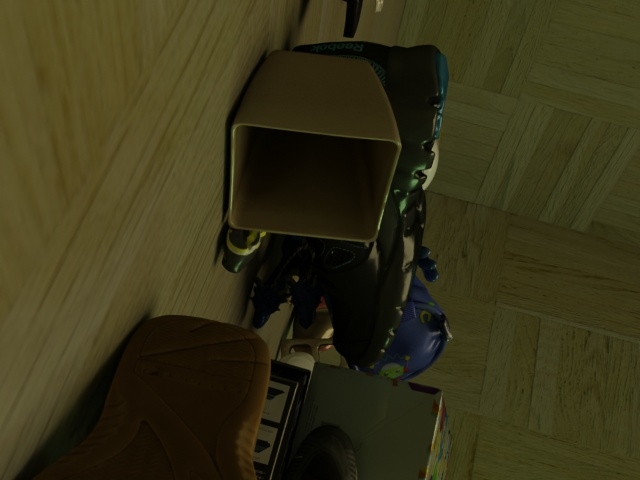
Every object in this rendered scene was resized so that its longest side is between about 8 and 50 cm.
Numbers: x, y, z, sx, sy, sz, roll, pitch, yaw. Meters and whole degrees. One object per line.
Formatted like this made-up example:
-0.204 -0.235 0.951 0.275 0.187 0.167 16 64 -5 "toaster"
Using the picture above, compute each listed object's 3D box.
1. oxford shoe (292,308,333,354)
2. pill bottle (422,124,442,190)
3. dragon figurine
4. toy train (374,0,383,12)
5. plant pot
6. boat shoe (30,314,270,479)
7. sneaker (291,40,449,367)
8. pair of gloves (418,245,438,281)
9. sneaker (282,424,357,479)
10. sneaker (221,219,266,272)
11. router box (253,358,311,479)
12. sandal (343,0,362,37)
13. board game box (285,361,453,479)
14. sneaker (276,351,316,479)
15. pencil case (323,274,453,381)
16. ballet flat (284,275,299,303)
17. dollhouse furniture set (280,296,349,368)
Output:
0.008 0.075 1.625 0.348 0.123 0.130 -69 147 -51 "oxford shoe"
0.131 -0.179 1.584 0.334 0.187 0.188 -66 171 -65 "pill bottle"
-0.001 -0.034 0.917 0.144 0.085 0.289 86 21 -81 "dragon figurine"
0.061 -0.344 0.944 0.166 0.046 0.125 92 15 -63 "toy train"
-0.005 -0.073 0.600 0.109 0.109 0.096 100 -6 -52 "plant pot"
-0.074 0.132 0.359 0.277 0.098 0.096 -70 173 -68 "boat shoe"
0.028 -0.028 0.775 0.125 0.139 0.341 -70 167 -53 "sneaker"
0.083 -0.041 0.996 0.198 0.023 0.159 61 2 -11 "pair of gloves"
-0.014 0.273 0.747 0.106 0.078 0.234 104 6 -65 "sneaker"
-0.058 -0.005 0.646 0.035 0.031 0.083 -61 180 30 "sneaker"
-0.082 0.239 0.831 0.309 0.081 0.243 80 26 -82 "router box"
0.015 -0.255 0.686 0.067 0.040 0.179 -79 167 -55 "sandal"
0.067 0.256 0.970 0.275 0.142 0.144 66 37 -65 "board game box"
-0.034 0.263 1.106 0.152 0.114 0.305 -40 -158 39 "sneaker"
0.055 0.044 1.043 0.306 0.119 0.133 -114 -155 -55 "pencil case"
0.000 0.000 1.238 0.073 0.067 0.206 -18 124 -87 "ballet flat"
-0.027 0.201 1.392 0.201 0.152 0.374 78 10 -81 "dollhouse furniture set"
